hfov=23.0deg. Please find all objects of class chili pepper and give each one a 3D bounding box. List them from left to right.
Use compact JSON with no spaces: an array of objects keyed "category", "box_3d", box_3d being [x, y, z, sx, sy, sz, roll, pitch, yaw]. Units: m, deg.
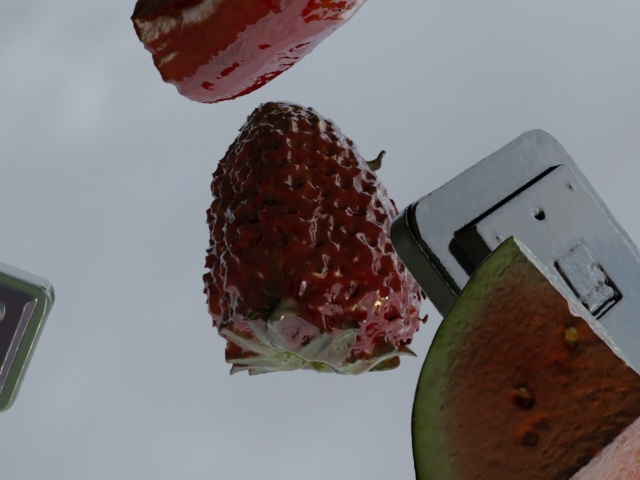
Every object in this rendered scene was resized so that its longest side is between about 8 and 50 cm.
[{"category":"chili pepper","box_3d":[-0.002,-0.239,1.252,0.338,0.135,0.131,-39,-125,34]}]

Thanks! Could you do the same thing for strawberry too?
[{"category":"strawberry","box_3d":[0.002,0.001,1.960,0.292,0.292,0.343,-3,-108,34]}]

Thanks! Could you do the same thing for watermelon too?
[{"category":"watermelon","box_3d":[0.144,0.110,0.890,0.137,0.145,0.193,1,-113,31]}]

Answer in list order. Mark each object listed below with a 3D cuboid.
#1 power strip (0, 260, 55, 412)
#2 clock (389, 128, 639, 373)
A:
[{"category":"power strip","box_3d":[-0.266,0.003,0.974,0.061,0.216,0.145,-123,-124,-79]},{"category":"clock","box_3d":[0.209,0.044,1.335,0.049,0.273,0.279,-40,176,38]}]
